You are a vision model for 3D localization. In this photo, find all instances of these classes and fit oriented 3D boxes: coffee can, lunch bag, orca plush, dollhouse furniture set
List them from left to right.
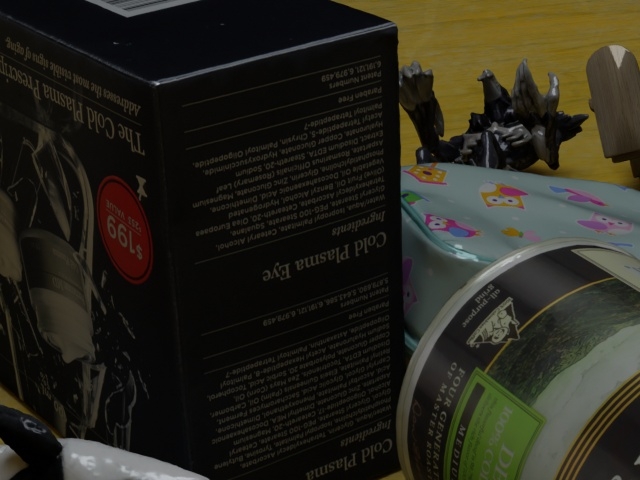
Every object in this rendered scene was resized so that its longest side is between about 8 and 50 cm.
[{"bbox_3d":[-0.188,0.172,0.997,0.287,0.151,0.102,12,59,25],"label":"orca plush"},{"bbox_3d":[0.165,0.034,1.188,0.279,0.108,0.224,6,21,-17],"label":"lunch bag"},{"bbox_3d":[0.193,0.137,0.896,0.201,0.201,0.275,-14,25,-23],"label":"coffee can"},{"bbox_3d":[0.350,-0.163,1.443,0.242,0.161,0.212,-14,-8,18],"label":"dollhouse furniture set"}]

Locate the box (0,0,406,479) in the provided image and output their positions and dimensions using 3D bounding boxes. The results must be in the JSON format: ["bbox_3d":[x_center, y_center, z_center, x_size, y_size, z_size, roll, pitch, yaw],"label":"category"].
[{"bbox_3d":[-0.110,-0.018,1.151,0.179,0.312,0.343,-19,27,-30],"label":"box"}]

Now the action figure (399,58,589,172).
[{"bbox_3d":[0.147,-0.099,1.520,0.164,0.141,0.275,-7,23,22],"label":"action figure"}]
